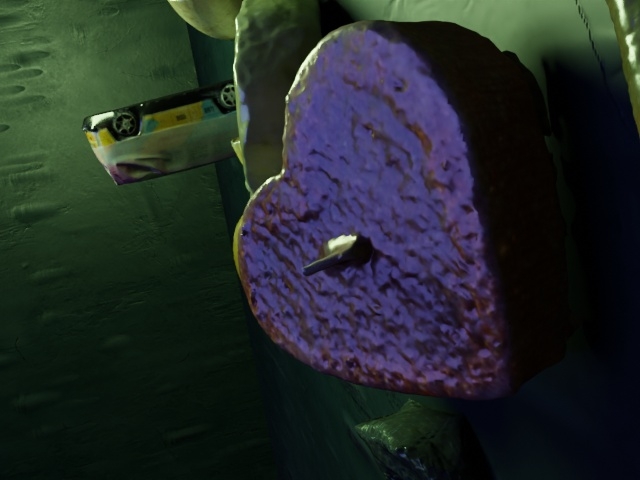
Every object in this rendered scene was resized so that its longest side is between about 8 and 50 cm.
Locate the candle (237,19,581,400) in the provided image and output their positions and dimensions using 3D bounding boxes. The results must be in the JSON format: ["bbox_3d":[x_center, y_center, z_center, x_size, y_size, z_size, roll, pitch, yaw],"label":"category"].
[{"bbox_3d":[0.057,0.009,0.529,0.287,0.131,0.317,49,134,22],"label":"candle"}]

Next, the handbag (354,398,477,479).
[{"bbox_3d":[0.131,0.295,0.813,0.270,0.089,0.175,147,102,-76],"label":"handbag"}]

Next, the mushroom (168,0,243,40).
[{"bbox_3d":[-0.124,-0.424,1.023,0.189,0.195,0.253,31,-127,-64],"label":"mushroom"}]

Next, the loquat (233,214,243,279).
[{"bbox_3d":[0.007,0.014,0.798,0.213,0.213,0.213,167,90,-77],"label":"loquat"}]

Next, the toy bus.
[{"bbox_3d":[-0.301,-0.235,1.441,0.171,0.386,0.162,-137,32,-69],"label":"toy bus"}]

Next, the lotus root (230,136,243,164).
[{"bbox_3d":[-0.086,-0.166,1.269,0.159,0.095,0.135,7,122,33],"label":"lotus root"}]

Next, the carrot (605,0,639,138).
[{"bbox_3d":[0.181,-0.040,0.315,0.070,0.070,0.342,128,129,-73],"label":"carrot"}]

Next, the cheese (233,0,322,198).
[{"bbox_3d":[-0.056,-0.183,0.919,0.326,0.115,0.318,-93,4,-62],"label":"cheese"}]
